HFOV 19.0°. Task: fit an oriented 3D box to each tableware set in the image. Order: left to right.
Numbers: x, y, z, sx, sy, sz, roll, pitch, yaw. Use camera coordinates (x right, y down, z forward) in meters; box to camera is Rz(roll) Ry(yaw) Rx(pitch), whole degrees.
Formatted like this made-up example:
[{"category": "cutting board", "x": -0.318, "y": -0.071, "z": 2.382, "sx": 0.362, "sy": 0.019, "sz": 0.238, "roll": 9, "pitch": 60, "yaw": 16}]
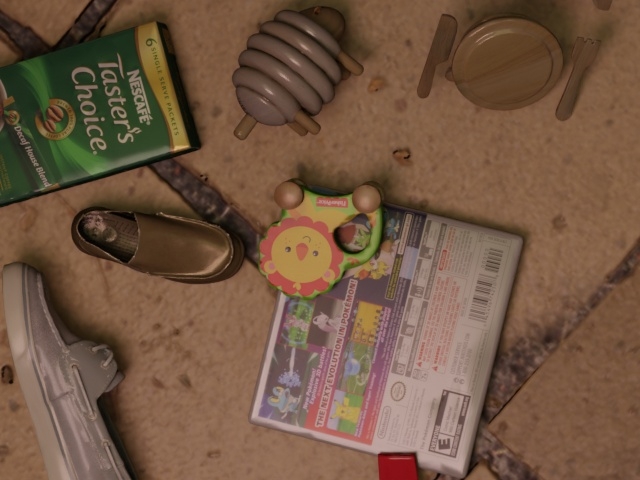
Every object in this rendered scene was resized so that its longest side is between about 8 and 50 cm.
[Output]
[{"category": "tableware set", "x": 0.158, "y": -0.186, "z": 1.476, "sx": 0.128, "sy": 0.039, "sz": 0.194, "roll": 9, "pitch": 129, "yaw": -9}]

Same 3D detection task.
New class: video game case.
[{"category": "video game case", "x": 0.052, "y": 0.072, "z": 1.542, "sx": 0.183, "sy": 0.023, "sz": 0.201, "roll": 14, "pitch": 93, "yaw": 8}]

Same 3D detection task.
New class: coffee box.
[{"category": "coffee box", "x": -0.200, "y": -0.103, "z": 1.568, "sx": 0.184, "sy": 0.040, "sz": 0.113, "roll": -14, "pitch": 88, "yaw": 8}]

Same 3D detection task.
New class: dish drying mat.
[{"category": "dish drying mat", "x": 0.065, "y": 0.210, "z": 1.535, "sx": 0.032, "sy": 0.008, "sz": 0.083, "roll": -2, "pitch": 107, "yaw": 12}]

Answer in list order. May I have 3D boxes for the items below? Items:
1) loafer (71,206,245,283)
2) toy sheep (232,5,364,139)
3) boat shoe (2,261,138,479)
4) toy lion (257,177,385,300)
[{"category": "loafer", "x": -0.136, "y": 0.004, "z": 1.554, "sx": 0.148, "sy": 0.050, "sz": 0.056, "roll": 7, "pitch": 91, "yaw": 8}, {"category": "toy sheep", "x": -0.025, "y": -0.132, "z": 1.522, "sx": 0.091, "sy": 0.091, "sz": 0.132, "roll": 33, "pitch": 76, "yaw": 7}, {"category": "boat shoe", "x": -0.197, "y": 0.121, "z": 1.556, "sx": 0.081, "sy": 0.079, "sz": 0.227, "roll": -17, "pitch": 93, "yaw": -1}, {"category": "toy lion", "x": 0.000, "y": 0.000, "z": 1.523, "sx": 0.100, "sy": 0.034, "sz": 0.096, "roll": 2, "pitch": 98, "yaw": 8}]
